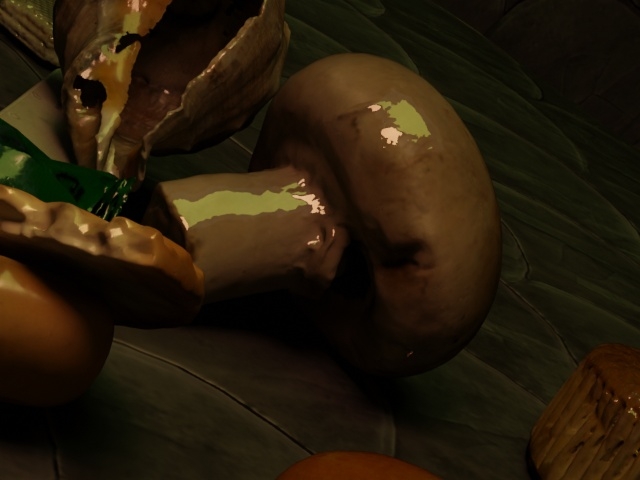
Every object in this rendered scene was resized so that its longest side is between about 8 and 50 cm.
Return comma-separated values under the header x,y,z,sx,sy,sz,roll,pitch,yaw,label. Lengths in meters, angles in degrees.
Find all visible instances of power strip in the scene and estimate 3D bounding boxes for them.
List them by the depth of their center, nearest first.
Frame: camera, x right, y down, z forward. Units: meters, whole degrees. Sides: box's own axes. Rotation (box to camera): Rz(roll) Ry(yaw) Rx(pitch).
x,y,z,sx,sy,sz,roll,pitch,yaw,label
-0.244,-0.080,1.558,0.106,0.043,0.367,31,18,-2,power strip

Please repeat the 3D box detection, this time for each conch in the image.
x,y,z,sx,sy,sz,roll,pitch,yaw,label
-0.121,-0.168,1.565,0.186,0.263,0.324,25,46,-37,conch

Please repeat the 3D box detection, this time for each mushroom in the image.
x,y,z,sx,sy,sz,roll,pitch,yaw,label
0.000,0.000,1.497,0.290,0.292,0.292,-21,48,-27,mushroom

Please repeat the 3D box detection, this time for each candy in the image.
x,y,z,sx,sy,sz,roll,pitch,yaw,label
-0.256,-0.046,1.341,0.203,0.078,0.141,27,42,-5,candy

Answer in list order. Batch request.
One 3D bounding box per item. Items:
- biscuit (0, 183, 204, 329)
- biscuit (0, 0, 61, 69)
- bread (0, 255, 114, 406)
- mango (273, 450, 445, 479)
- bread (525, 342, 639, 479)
x,y,z,sx,sy,sz,roll,pitch,yaw,label
-0.207,0.008,1.189,0.309,0.040,0.204,9,-17,22,biscuit
-0.229,-0.213,1.908,0.150,0.052,0.252,40,20,22,biscuit
-0.284,0.032,1.110,0.305,0.091,0.142,22,-22,-25,bread
0.066,0.233,1.109,0.254,0.139,0.175,37,30,-7,mango
0.321,0.208,1.569,0.253,0.142,0.227,28,11,-6,bread
